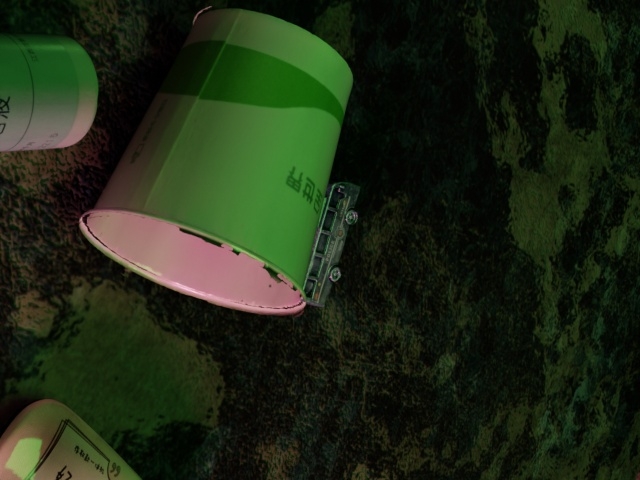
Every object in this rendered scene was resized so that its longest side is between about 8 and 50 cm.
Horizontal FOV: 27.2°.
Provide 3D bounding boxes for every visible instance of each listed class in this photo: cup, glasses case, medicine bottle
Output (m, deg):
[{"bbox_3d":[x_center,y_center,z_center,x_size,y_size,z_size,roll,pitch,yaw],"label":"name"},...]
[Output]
[{"bbox_3d":[-0.093,-0.084,1.404,0.253,0.253,0.274,40,64,-50],"label":"cup"},{"bbox_3d":[-0.256,0.287,1.440,0.122,0.075,0.314,-58,139,-26],"label":"glasses case"},{"bbox_3d":[-0.357,-0.127,1.147,0.352,0.110,0.110,-9,108,-50],"label":"medicine bottle"}]

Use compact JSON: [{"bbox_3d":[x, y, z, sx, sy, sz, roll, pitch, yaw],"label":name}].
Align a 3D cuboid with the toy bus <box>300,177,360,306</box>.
[{"bbox_3d":[0.000,0.000,1.693,0.065,0.047,0.166,16,89,-49],"label":"toy bus"}]
